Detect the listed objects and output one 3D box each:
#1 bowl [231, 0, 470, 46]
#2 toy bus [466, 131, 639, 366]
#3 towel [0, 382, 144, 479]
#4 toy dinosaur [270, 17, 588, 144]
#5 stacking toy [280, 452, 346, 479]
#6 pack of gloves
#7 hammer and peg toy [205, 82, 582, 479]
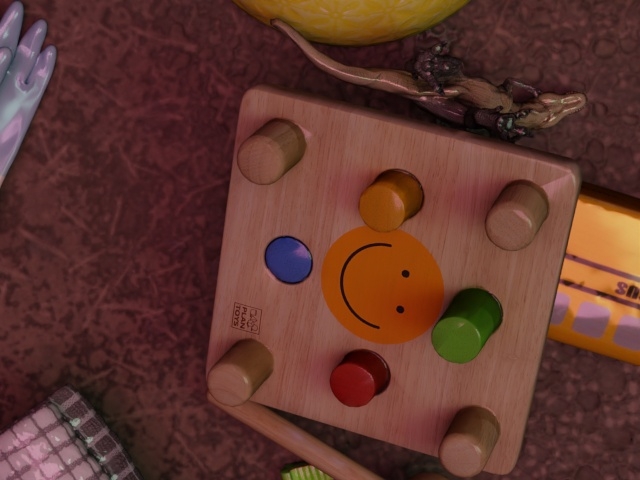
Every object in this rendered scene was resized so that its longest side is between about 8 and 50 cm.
[{"bbox_3d":[0.022,-0.288,1.185,0.289,0.156,0.289,0,99,1],"label":"bowl"},{"bbox_3d":[0.214,0.015,1.252,0.333,0.108,0.130,17,102,-1],"label":"toy bus"},{"bbox_3d":[-0.248,0.280,1.272,0.284,0.121,0.235,-34,93,18],"label":"towel"},{"bbox_3d":[0.097,-0.116,1.198,0.268,0.118,0.064,15,96,-20],"label":"toy dinosaur"},{"bbox_3d":[-0.061,0.290,1.331,0.221,0.052,0.167,-17,98,4],"label":"stacking toy"},{"bbox_3d":[-0.320,-0.107,1.228,0.195,0.046,0.232,24,84,-26],"label":"pack of gloves"},{"bbox_3d":[0.032,0.078,1.177,0.266,0.127,0.361,16,114,14],"label":"hammer and peg toy"}]
